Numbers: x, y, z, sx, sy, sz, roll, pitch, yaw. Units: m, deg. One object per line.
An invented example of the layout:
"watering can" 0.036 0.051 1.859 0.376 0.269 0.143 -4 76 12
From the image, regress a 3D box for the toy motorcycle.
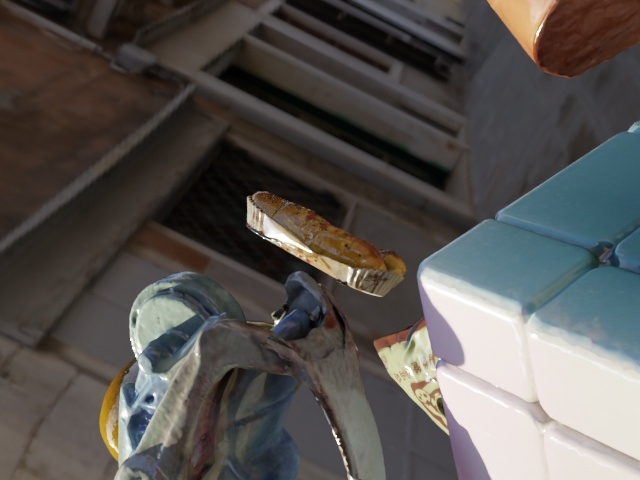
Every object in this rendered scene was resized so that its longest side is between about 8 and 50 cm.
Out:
"toy motorcycle" -0.073 0.189 0.866 0.241 0.182 0.319 36 127 46

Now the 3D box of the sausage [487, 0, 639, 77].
"sausage" 0.069 -0.144 0.416 0.169 0.065 0.065 63 144 29

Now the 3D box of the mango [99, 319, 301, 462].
"mango" -0.120 0.153 1.097 0.221 0.120 0.151 -31 29 -20

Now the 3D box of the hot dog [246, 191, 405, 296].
"hot dog" 0.000 0.000 1.490 0.069 0.253 0.131 -64 -21 5

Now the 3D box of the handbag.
"handbag" 0.189 0.164 1.265 0.127 0.235 0.213 -51 4 -37

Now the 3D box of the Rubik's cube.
"Rubik's cube" 0.302 0.115 0.749 0.322 0.316 0.318 -30 -58 -27
